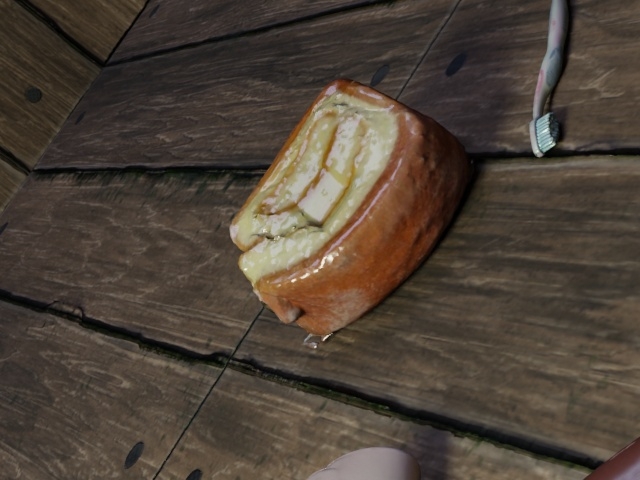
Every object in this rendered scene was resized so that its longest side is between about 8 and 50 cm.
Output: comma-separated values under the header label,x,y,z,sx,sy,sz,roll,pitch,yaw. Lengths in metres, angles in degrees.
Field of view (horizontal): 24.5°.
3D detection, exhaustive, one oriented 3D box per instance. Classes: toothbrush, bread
label,x,y,z,sx,sy,sz,roll,pitch,yaw
toothbrush,0.208,-0.165,1.324,0.027,0.021,0.269,-22,35,30
bread,0.023,-0.027,1.320,0.190,0.123,0.244,24,81,46

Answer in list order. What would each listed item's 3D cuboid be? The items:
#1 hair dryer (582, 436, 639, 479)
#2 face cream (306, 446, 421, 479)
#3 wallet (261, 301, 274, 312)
label,x,y,z,sx,sy,sz,roll,pitch,yaw
hair dryer,0.173,0.142,0.618,0.340,0.123,0.313,-45,47,19
face cream,0.012,0.262,0.988,0.107,0.073,0.269,-32,29,31
wallet,0.000,0.000,1.457,0.118,0.038,0.153,-16,40,59
